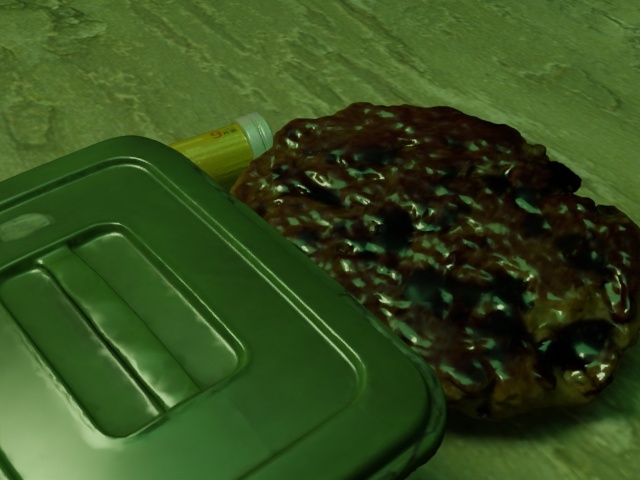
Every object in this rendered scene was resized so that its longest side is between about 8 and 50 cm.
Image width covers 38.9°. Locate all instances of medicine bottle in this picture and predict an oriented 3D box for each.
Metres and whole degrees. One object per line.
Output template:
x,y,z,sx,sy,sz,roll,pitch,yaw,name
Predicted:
-0.150,-0.059,0.867,0.218,0.074,0.074,-20,41,-19,medicine bottle

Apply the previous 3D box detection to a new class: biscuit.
0.088,0.010,0.719,0.334,0.081,0.289,19,50,10,biscuit

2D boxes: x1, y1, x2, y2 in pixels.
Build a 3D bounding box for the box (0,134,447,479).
-0.115,0.103,0.553,0.252,0.178,0.328,-29,53,-27,box
